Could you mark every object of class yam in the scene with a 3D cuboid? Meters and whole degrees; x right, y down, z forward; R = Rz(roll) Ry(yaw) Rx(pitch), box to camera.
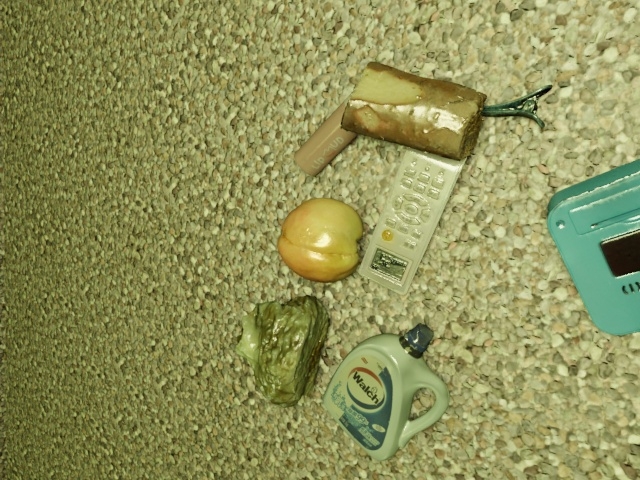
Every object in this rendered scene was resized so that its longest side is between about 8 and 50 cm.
[{"bbox_3d":[0.164,-0.224,0.789,0.238,0.128,0.130,22,116,13],"label":"yam"}]

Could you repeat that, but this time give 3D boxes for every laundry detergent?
[{"bbox_3d":[0.148,0.292,0.919,0.215,0.105,0.281,44,113,20],"label":"laundry detergent"}]

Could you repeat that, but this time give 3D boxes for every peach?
[{"bbox_3d":[0.000,0.000,0.938,0.184,0.184,0.185,4,97,31],"label":"peach"}]

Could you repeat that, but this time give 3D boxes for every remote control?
[{"bbox_3d":[0.181,-0.051,0.895,0.109,0.055,0.313,25,111,15],"label":"remote control"}]

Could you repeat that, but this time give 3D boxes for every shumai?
[{"bbox_3d":[-0.103,0.232,1.015,0.218,0.189,0.256,19,99,26],"label":"shumai"}]

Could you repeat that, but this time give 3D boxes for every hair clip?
[{"bbox_3d":[0.288,-0.247,0.815,0.229,0.039,0.070,12,103,31],"label":"hair clip"}]

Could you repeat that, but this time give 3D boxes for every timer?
[{"bbox_3d":[0.511,0.007,0.704,0.231,0.091,0.250,-24,94,30],"label":"timer"}]

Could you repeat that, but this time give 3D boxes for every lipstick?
[{"bbox_3d":[0.051,-0.242,0.938,0.254,0.070,0.070,-41,74,27],"label":"lipstick"}]
